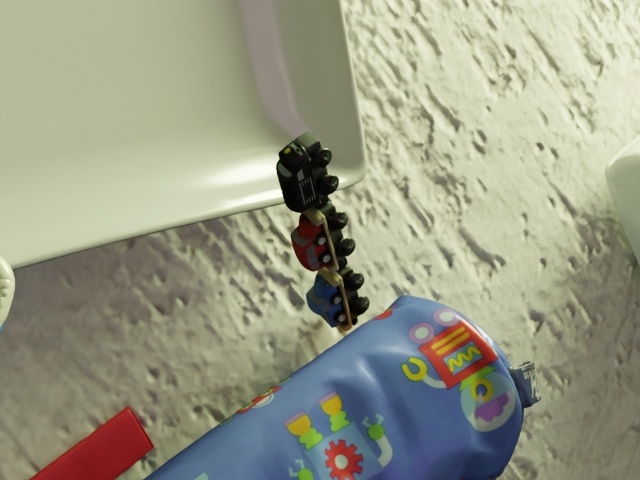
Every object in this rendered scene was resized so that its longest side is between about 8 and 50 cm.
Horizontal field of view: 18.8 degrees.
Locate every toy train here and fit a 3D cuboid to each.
[{"bbox_3d":[0.000,0.000,1.176,0.036,0.027,0.158,-31,136,-16],"label":"toy train"}]

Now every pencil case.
[{"bbox_3d":[-0.010,0.153,1.155,0.306,0.119,0.133,-33,87,-28],"label":"pencil case"}]

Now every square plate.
[{"bbox_3d":[-0.145,-0.168,1.096,0.344,0.049,0.347,-15,100,-33],"label":"square plate"}]

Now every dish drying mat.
[{"bbox_3d":[-0.137,0.134,1.137,0.083,0.008,0.032,-36,110,-27],"label":"dish drying mat"}]

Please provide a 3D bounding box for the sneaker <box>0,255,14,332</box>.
[{"bbox_3d":[-0.209,0.076,1.042,0.058,0.084,0.152,27,82,12],"label":"sneaker"}]

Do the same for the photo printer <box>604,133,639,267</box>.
[{"bbox_3d":[0.370,-0.032,1.413,0.307,0.107,0.256,-38,112,-28],"label":"photo printer"}]
